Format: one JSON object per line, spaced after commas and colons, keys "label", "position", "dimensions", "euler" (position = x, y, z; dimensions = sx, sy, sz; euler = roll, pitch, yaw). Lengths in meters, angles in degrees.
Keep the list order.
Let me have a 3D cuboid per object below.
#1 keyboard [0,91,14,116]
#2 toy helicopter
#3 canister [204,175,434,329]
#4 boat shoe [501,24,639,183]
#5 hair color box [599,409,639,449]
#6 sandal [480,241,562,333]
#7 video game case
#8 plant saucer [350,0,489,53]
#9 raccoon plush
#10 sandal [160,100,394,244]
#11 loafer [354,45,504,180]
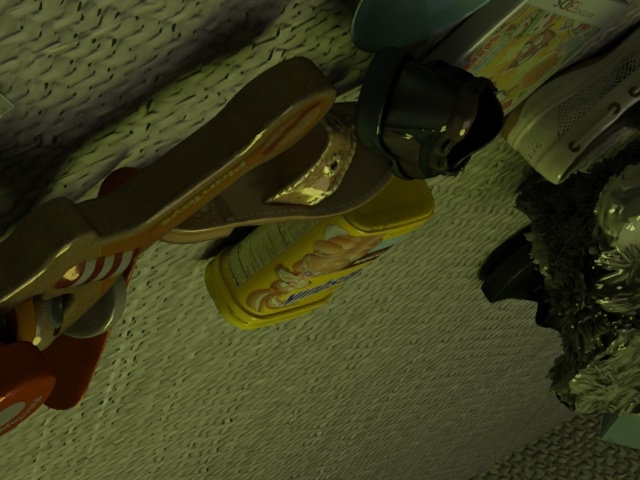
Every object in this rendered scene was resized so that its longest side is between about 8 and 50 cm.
{"label": "keyboard", "position": [-0.237, -0.090, 1.059], "dimensions": [0.072, 0.014, 0.256], "euler": [-36, 164, 1]}
{"label": "toy helicopter", "position": [-0.135, 0.003, 1.319], "dimensions": [0.355, 0.140, 0.235], "euler": [-37, 166, -4]}
{"label": "canister", "position": [0.000, 0.000, 1.645], "dimensions": [0.126, 0.073, 0.170], "euler": [-14, 162, -47]}
{"label": "boat shoe", "position": [0.305, -0.141, 1.860], "dimensions": [0.277, 0.096, 0.098], "euler": [-33, 162, -11]}
{"label": "hair color box", "position": [0.440, 0.055, 2.171], "dimensions": [0.113, 0.185, 0.374], "euler": [102, 3, -68]}
{"label": "sandal", "position": [0.328, 0.047, 2.427], "dimensions": [0.167, 0.107, 0.446], "euler": [-40, 163, 16]}
{"label": "video game case", "position": [0.139, -0.141, 1.653], "dimensions": [0.227, 0.026, 0.206], "euler": [-41, 163, 20]}
{"label": "plant saucer", "position": [0.092, -0.205, 1.353], "dimensions": [0.195, 0.037, 0.195], "euler": [-33, 165, -10]}
{"label": "raccoon plush", "position": [0.307, -0.037, 1.904], "dimensions": [0.216, 0.299, 0.446], "euler": [-10, 147, -8]}
{"label": "sandal", "position": [-0.019, -0.062, 1.447], "dimensions": [0.240, 0.088, 0.079], "euler": [-19, 164, -31]}
{"label": "loafer", "position": [0.096, -0.084, 1.457], "dimensions": [0.267, 0.084, 0.096], "euler": [3, 104, -74]}
